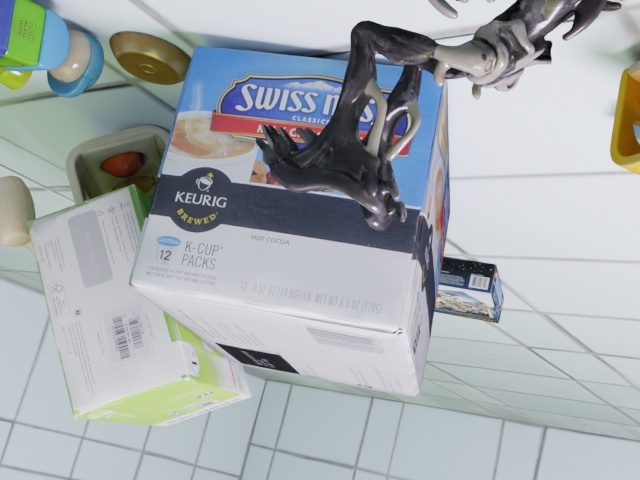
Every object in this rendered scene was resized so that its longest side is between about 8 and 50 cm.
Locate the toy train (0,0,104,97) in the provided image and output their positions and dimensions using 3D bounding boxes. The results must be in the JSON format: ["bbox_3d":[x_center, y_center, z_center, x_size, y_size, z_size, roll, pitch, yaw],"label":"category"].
[{"bbox_3d":[-0.331,-0.179,0.784,0.248,0.105,0.143,5,175,32],"label":"toy train"}]

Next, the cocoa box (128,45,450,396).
[{"bbox_3d":[0.000,0.000,0.836,0.232,0.227,0.347,9,163,12],"label":"cocoa box"}]

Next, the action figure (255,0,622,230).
[{"bbox_3d":[0.076,-0.136,0.432,0.141,0.275,0.164,48,-160,14],"label":"action figure"}]

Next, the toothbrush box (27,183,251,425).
[{"bbox_3d":[-0.187,0.086,0.942,0.122,0.206,0.283,-19,164,2],"label":"toothbrush box"}]

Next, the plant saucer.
[{"bbox_3d":[-0.160,-0.167,0.801,0.083,0.015,0.083,13,165,4],"label":"plant saucer"}]

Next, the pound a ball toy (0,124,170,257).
[{"bbox_3d":[-0.266,-0.040,1.058,0.208,0.135,0.319,-16,164,-7],"label":"pound a ball toy"}]

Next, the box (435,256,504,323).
[{"bbox_3d":[0.147,0.062,1.260,0.233,0.044,0.159,9,163,19],"label":"box"}]

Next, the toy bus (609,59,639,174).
[{"bbox_3d":[0.301,-0.062,0.587,0.202,0.104,0.191,7,163,26],"label":"toy bus"}]
